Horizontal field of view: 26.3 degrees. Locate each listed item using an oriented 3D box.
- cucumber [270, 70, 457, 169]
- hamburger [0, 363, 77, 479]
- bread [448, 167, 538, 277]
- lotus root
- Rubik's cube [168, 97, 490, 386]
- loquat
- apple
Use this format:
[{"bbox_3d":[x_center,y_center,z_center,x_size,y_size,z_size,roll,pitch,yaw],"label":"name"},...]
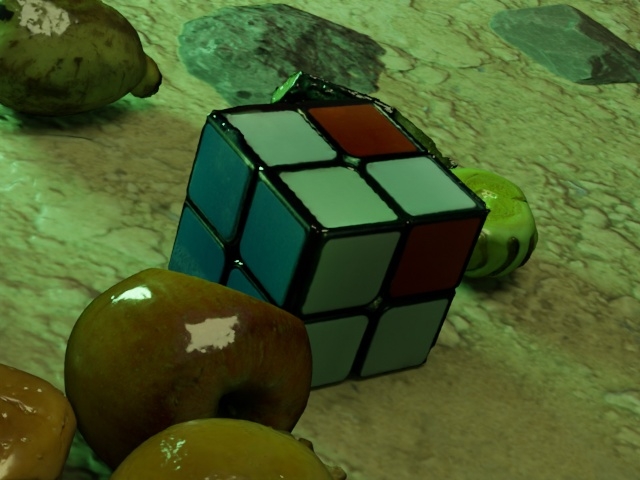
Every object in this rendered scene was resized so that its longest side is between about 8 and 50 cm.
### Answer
[{"bbox_3d":[0.041,-0.124,1.441,0.220,0.070,0.046,23,62,12],"label":"cucumber"},{"bbox_3d":[-0.235,0.136,0.886,0.147,0.083,0.138,16,36,3],"label":"hamburger"},{"bbox_3d":[0.145,-0.015,1.311,0.130,0.071,0.139,3,33,-28],"label":"bread"},{"bbox_3d":[-0.249,-0.186,1.342,0.214,0.138,0.138,4,33,-40],"label":"lotus root"},{"bbox_3d":[0.000,-0.001,1.130,0.180,0.167,0.183,-6,40,-34],"label":"Rubik's cube"},{"bbox_3d":[-0.052,0.184,0.831,0.172,0.149,0.204,26,39,5],"label":"loquat"},{"bbox_3d":[-0.096,0.089,0.950,0.147,0.163,0.146,38,-9,47],"label":"apple"}]
